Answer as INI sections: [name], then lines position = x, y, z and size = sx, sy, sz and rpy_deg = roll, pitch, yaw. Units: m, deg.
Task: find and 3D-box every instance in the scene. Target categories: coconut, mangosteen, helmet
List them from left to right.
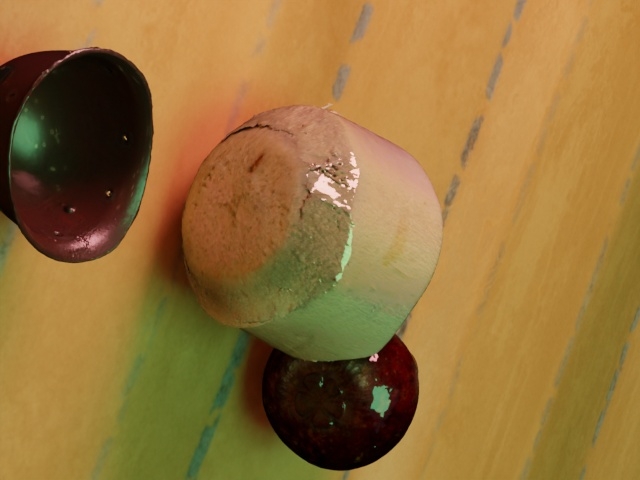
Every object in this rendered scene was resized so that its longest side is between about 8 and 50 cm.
[helmet]
position = -0.212, -0.074, 1.531
size = 0.155, 0.106, 0.175
rpy_deg = -48, 136, -27
[coconut]
position = 0.000, 0.000, 1.737
size = 0.234, 0.224, 0.224
rpy_deg = 14, 91, -50
[mangosteen]
position = 0.036, 0.137, 1.862
size = 0.181, 0.145, 0.156
rpy_deg = 4, 100, -51
